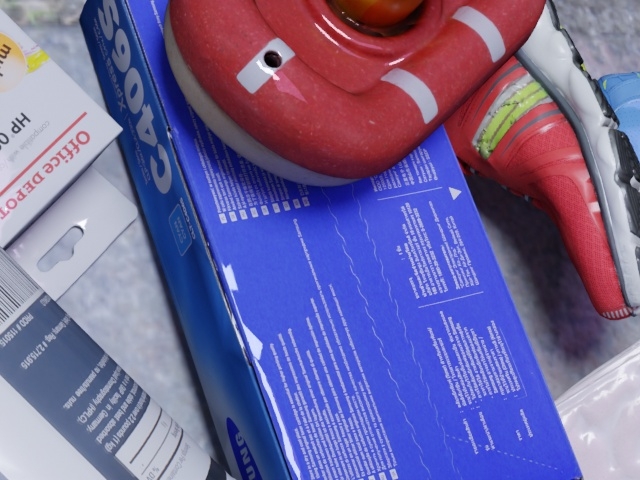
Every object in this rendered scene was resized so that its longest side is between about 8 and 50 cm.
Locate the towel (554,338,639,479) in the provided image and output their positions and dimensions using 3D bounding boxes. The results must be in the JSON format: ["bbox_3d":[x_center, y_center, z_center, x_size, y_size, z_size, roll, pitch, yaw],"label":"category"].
[{"bbox_3d":[0.309,0.175,0.848,0.317,0.053,0.332,-32,88,-2],"label":"towel"}]

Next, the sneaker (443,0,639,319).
[{"bbox_3d":[0.115,-0.066,0.874,0.107,0.118,0.279,28,35,-64],"label":"sneaker"}]

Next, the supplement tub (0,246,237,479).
[{"bbox_3d":[-0.148,0.128,0.629,0.272,0.191,0.191,46,59,-6],"label":"supplement tub"}]

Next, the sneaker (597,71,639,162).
[{"bbox_3d":[0.218,-0.003,0.934,0.126,0.091,0.240,0,78,0],"label":"sneaker"}]

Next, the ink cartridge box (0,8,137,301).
[{"bbox_3d":[-0.180,-0.054,0.750,0.181,0.061,0.104,44,60,-7],"label":"ink cartridge box"}]

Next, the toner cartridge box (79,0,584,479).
[{"bbox_3d":[0.000,0.000,0.794,0.165,0.075,0.348,-12,73,-26],"label":"toner cartridge box"}]

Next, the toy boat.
[{"bbox_3d":[0.032,-0.136,0.733,0.151,0.151,0.231,45,60,1],"label":"toy boat"}]
